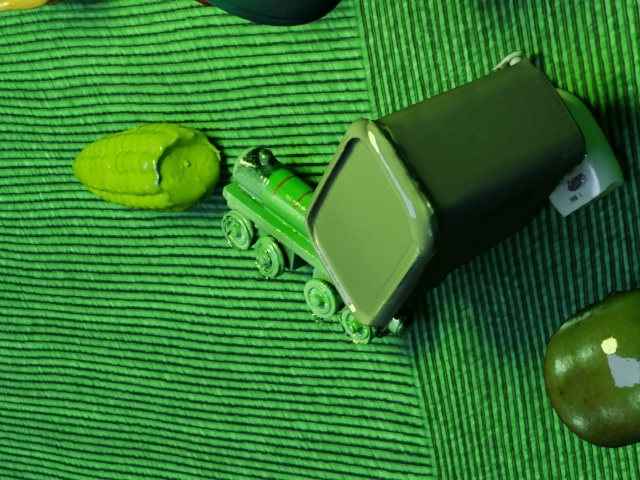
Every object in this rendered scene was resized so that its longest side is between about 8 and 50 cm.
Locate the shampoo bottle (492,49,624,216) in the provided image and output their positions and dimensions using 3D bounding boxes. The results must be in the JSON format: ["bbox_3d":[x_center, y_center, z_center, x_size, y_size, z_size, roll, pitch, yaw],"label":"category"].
[{"bbox_3d":[0.206,-0.101,1.699,0.077,0.045,0.152,-34,80,49],"label":"shampoo bottle"}]

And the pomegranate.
[{"bbox_3d":[0.286,0.131,1.660,0.152,0.131,0.191,-26,108,41],"label":"pomegranate"}]

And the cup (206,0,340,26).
[{"bbox_3d":[0.029,-0.331,1.555,0.308,0.242,0.292,42,133,-6],"label":"cup"}]

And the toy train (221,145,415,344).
[{"bbox_3d":[0.000,0.000,1.907,0.251,0.085,0.119,37,137,27],"label":"toy train"}]

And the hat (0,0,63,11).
[{"bbox_3d":[-0.304,-0.333,2.027,0.233,0.233,0.244,19,117,12],"label":"hat"}]

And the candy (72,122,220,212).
[{"bbox_3d":[-0.197,-0.078,2.075,0.209,0.096,0.097,3,107,49],"label":"candy"}]

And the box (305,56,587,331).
[{"bbox_3d":[0.106,-0.038,1.676,0.138,0.178,0.274,61,162,11],"label":"box"}]

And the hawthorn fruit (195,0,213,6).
[{"bbox_3d":[-0.099,-0.302,1.793,0.196,0.225,0.197,24,128,35],"label":"hawthorn fruit"}]
